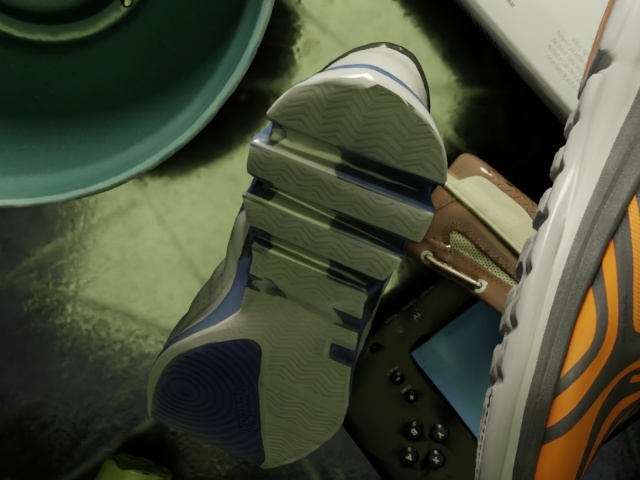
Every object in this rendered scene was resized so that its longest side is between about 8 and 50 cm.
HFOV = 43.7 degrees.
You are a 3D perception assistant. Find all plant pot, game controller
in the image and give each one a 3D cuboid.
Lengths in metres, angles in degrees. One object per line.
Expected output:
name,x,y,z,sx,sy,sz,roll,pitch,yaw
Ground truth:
plant pot,-0.145,0.203,0.587,0.083,0.083,0.079,19,85,-2
plant pot,-0.177,-0.188,0.460,0.293,0.196,0.293,-3,112,-9
game controller,0.163,0.066,0.570,0.319,0.067,0.166,-38,95,4

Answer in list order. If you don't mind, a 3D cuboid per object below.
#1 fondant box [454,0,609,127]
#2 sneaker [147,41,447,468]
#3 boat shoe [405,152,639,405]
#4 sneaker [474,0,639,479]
fondant box,0.246,-0.217,0.478,0.330,0.096,0.238,-40,84,15
sneaker,0.000,-0.001,0.537,0.127,0.182,0.315,27,125,-1
boat shoe,0.161,0.059,0.510,0.257,0.095,0.095,44,102,18
sneaker,0.193,0.016,0.389,0.180,0.124,0.321,19,93,11
